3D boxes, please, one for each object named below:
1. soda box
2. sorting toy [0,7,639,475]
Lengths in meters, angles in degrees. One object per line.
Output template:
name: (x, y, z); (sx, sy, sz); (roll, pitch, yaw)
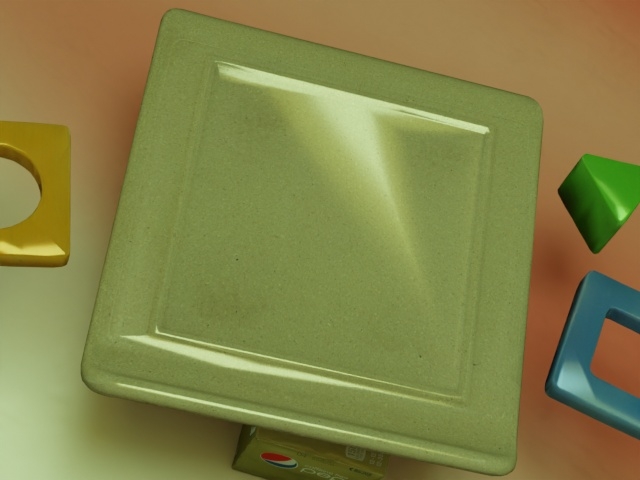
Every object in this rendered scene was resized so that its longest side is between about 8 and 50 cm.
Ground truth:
soda box: (0.013, 0.025, 0.642); (0.061, 0.058, 0.181); (17, 64, -7)
sorting toy: (0.000, 0.000, 0.593); (0.347, 0.047, 0.196); (13, 60, -8)
